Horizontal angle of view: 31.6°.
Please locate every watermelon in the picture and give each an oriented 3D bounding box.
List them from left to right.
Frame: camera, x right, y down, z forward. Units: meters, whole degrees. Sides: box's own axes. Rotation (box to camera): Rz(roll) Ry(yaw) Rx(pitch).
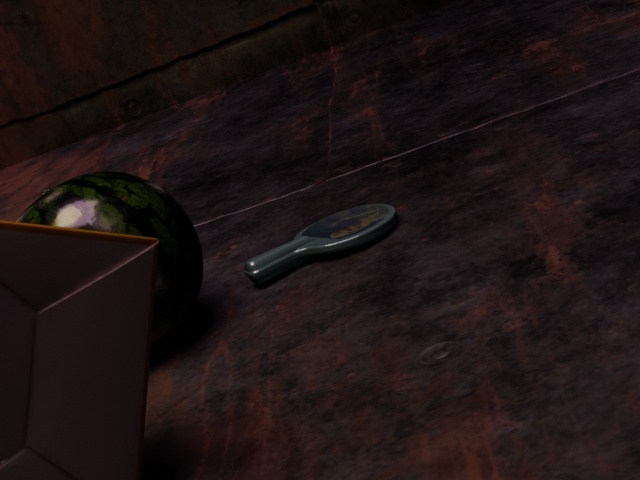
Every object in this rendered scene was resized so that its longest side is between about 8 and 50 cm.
[{"bbox_3d":[-0.286,0.033,1.490,0.269,0.269,0.269,-19,19,7],"label":"watermelon"}]

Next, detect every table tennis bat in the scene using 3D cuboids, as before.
[{"bbox_3d":[0.000,0.000,1.593,0.237,0.038,0.149,-25,19,-20],"label":"table tennis bat"}]

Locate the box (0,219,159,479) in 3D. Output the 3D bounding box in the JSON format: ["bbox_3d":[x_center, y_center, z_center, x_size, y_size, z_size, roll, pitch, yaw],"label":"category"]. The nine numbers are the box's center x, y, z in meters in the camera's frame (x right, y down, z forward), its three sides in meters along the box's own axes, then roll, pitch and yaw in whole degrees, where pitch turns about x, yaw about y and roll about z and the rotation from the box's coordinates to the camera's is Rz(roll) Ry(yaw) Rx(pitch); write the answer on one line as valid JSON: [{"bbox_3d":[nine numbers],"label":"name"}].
[{"bbox_3d":[-0.325,0.123,1.082,0.260,0.283,0.214,7,-3,-44],"label":"box"}]
